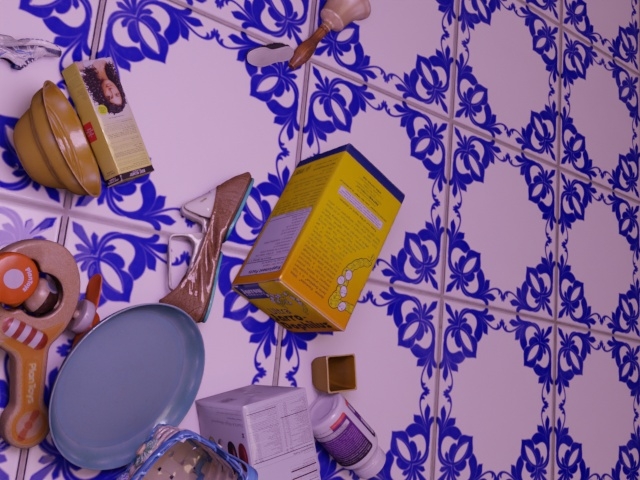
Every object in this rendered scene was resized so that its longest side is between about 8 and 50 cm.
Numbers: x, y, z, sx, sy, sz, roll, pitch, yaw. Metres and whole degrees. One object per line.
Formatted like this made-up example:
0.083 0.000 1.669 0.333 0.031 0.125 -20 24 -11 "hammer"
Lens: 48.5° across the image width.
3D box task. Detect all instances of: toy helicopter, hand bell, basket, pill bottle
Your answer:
-0.482 0.174 1.218 0.235 0.140 0.355 2 93 -46 "toy helicopter"
0.003 -0.497 1.694 0.126 0.126 0.242 45 71 -24 "hand bell"
-0.243 0.458 1.214 0.201 0.289 0.255 46 71 -32 "basket"
0.059 0.436 1.577 0.193 0.108 0.108 51 57 -20 "pill bottle"

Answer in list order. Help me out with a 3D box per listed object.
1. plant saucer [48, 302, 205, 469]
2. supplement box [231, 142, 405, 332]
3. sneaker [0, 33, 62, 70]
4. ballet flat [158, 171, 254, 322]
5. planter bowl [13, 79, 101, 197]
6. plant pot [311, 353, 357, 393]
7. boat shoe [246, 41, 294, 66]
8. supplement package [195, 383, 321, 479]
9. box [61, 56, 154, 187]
-0.344 0.254 1.271 0.317 0.043 0.318 -25 126 -40 "plant saucer"
0.000 0.000 1.544 0.195 0.194 0.357 40 62 -26 "supplement box"
-0.537 -0.334 1.282 0.135 0.052 0.058 -3 97 -33 "sneaker"
-0.239 -0.004 1.433 0.124 0.116 0.343 21 74 -13 "ballet flat"
-0.472 -0.161 1.245 0.090 0.217 0.217 -21 97 -2 "planter bowl"
0.022 0.295 1.585 0.081 0.083 0.081 2 82 -38 "plant pot"
-0.120 -0.427 1.616 0.125 0.038 0.046 -21 138 -32 "boat shoe"
-0.124 0.399 1.388 0.149 0.194 0.203 -8 88 -37 "supplement package"
-0.402 -0.225 1.350 0.087 0.058 0.232 -29 102 -48 "box"
